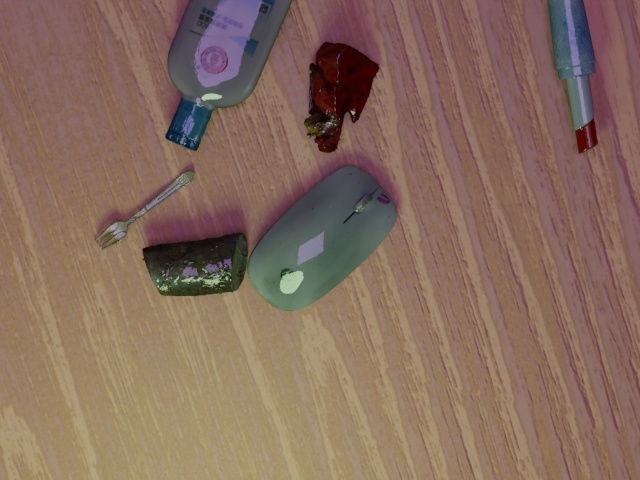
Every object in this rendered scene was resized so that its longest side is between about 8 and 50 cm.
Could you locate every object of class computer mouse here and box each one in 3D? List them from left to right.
[{"bbox_3d":[-0.001,0.001,1.777,0.288,0.097,0.159,-42,94,5],"label":"computer mouse"}]

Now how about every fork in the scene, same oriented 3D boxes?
[{"bbox_3d":[-0.312,-0.053,1.796,0.219,0.028,0.034,-36,93,4],"label":"fork"}]

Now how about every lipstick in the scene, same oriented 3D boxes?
[{"bbox_3d":[0.449,-0.290,1.761,0.068,0.061,0.274,-11,97,-2],"label":"lipstick"}]

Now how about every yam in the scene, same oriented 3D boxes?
[{"bbox_3d":[-0.220,0.048,1.779,0.183,0.107,0.107,-5,98,3],"label":"yam"}]

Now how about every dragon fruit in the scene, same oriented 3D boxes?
[{"bbox_3d":[0.021,-0.250,1.769,0.092,0.122,0.192,19,103,36],"label":"dragon fruit"}]

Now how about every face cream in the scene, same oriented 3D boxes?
[{"bbox_3d":[-0.178,-0.319,1.737,0.163,0.080,0.336,24,96,-5],"label":"face cream"}]
